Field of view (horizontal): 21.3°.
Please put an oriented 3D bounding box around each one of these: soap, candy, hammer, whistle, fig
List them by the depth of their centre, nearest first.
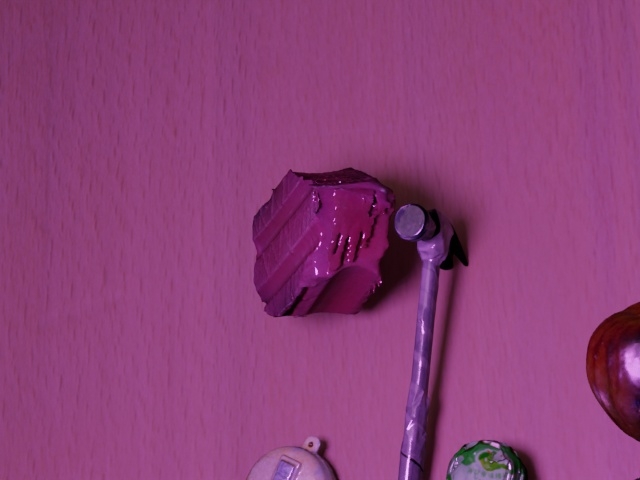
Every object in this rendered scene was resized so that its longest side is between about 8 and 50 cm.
[{"bbox_3d":[0.365,0.155,1.837,0.148,0.149,0.202,-12,68,26],"label":"fig"},{"bbox_3d":[0.160,0.386,1.944,0.097,0.097,0.323,11,85,39],"label":"candy"},{"bbox_3d":[0.113,0.173,2.034,0.044,0.152,0.427,2,78,27],"label":"hammer"},{"bbox_3d":[0.000,0.000,2.107,0.289,0.112,0.182,126,140,-61],"label":"soap"},{"bbox_3d":[-0.059,0.362,2.114,0.126,0.067,0.258,20,86,37],"label":"whistle"}]
